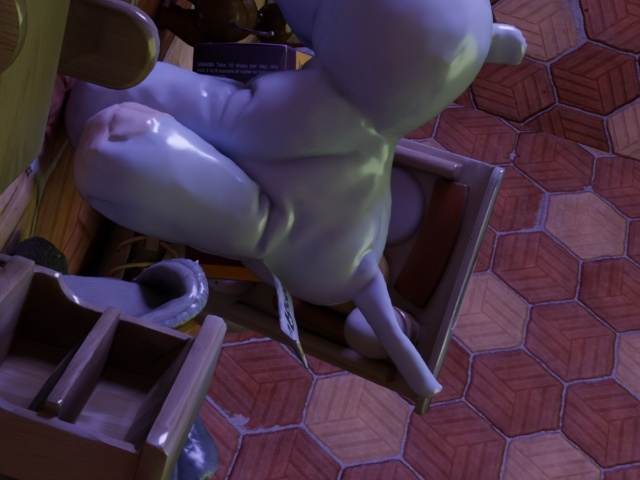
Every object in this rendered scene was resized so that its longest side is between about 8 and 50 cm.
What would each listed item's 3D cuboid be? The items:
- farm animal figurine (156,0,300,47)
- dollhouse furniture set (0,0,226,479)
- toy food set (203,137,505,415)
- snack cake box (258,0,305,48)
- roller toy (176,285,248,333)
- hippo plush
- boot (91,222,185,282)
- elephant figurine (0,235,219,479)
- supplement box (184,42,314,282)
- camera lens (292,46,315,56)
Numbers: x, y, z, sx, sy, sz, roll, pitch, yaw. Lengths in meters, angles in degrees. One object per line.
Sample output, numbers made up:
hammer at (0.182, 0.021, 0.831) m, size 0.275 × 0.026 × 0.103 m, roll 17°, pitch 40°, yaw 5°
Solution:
farm animal figurine at (-0.004, -0.308, 0.998) m, size 0.327 × 0.172 × 0.330 m, roll 104°, pitch 4°, yaw -77°
dollhouse furniture set at (-0.106, -0.032, 0.492) m, size 0.212 × 0.161 × 0.242 m, roll -70°, pitch 178°, yaw -63°
toy food set at (0.000, 0.000, 1.101) m, size 0.092 × 0.306 × 0.220 m, roll 7°, pitch 102°, yaw -59°
snack cake box at (0.015, -0.368, 1.700) m, size 0.264 × 0.152 × 0.089 m, roll 108°, pitch 0°, yaw -48°
roller toy at (-0.085, 0.003, 1.297) m, size 0.146 × 0.191 × 0.209 m, roll 147°, pitch -48°, yaw -76°
hippo plush at (-0.013, -0.098, 0.790) m, size 0.237 × 0.234 × 0.294 m, roll -57°, pitch -141°, yaw 17°
boot at (-0.148, 0.015, 1.038) m, size 0.262 × 0.095 × 0.204 m, roll -89°, pitch -163°, yaw -87°
elephant figurine at (-0.126, 0.075, 0.679) m, size 0.169 × 0.186 × 0.239 m, roll -46°, pitch -175°, yaw 37°
supplement box at (-0.054, -0.064, 1.015) m, size 0.104 × 0.080 × 0.188 m, roll -11°, pitch 104°, yaw -74°
camera lens at (-0.031, -0.117, 1.694) m, size 0.274 × 0.219 × 0.219 m, roll -72°, pitch 179°, yaw -46°
